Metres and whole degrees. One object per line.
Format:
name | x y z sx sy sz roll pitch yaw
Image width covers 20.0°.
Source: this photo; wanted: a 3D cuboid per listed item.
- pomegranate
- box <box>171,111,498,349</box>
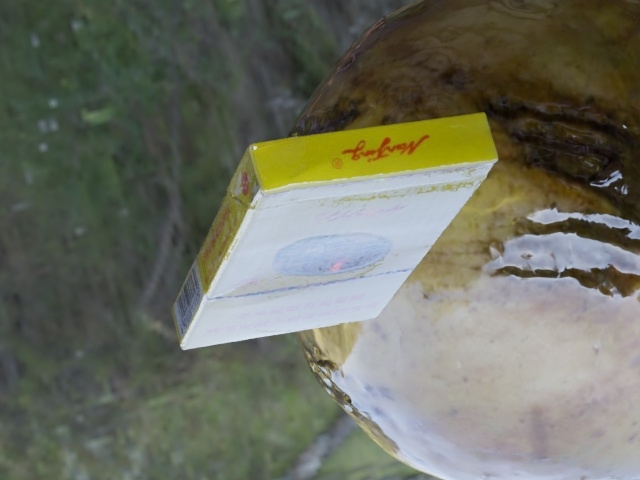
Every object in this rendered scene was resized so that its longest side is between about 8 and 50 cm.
pomegranate | 0.128 -0.002 1.023 0.322 0.322 0.322 -17 170 -3
box | 0.000 0.000 0.666 0.086 0.023 0.155 -5 159 -17
